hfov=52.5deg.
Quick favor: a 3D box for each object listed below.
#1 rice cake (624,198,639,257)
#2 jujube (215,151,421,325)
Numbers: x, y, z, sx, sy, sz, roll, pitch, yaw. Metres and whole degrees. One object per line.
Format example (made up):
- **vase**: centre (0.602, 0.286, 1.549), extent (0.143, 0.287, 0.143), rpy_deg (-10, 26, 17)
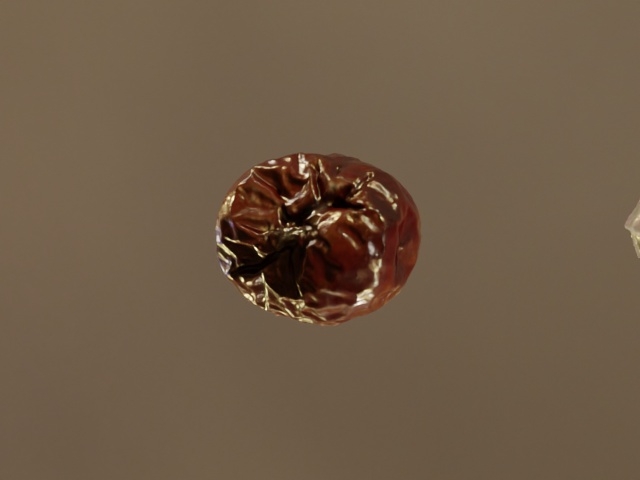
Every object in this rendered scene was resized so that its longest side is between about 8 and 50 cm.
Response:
- **rice cake**: centre (0.474, -0.137, 0.768), extent (0.056, 0.072, 0.364), rpy_deg (22, -76, -19)
- **jujube**: centre (0.000, 0.000, 0.805), extent (0.232, 0.213, 0.212), rpy_deg (12, -73, 26)
